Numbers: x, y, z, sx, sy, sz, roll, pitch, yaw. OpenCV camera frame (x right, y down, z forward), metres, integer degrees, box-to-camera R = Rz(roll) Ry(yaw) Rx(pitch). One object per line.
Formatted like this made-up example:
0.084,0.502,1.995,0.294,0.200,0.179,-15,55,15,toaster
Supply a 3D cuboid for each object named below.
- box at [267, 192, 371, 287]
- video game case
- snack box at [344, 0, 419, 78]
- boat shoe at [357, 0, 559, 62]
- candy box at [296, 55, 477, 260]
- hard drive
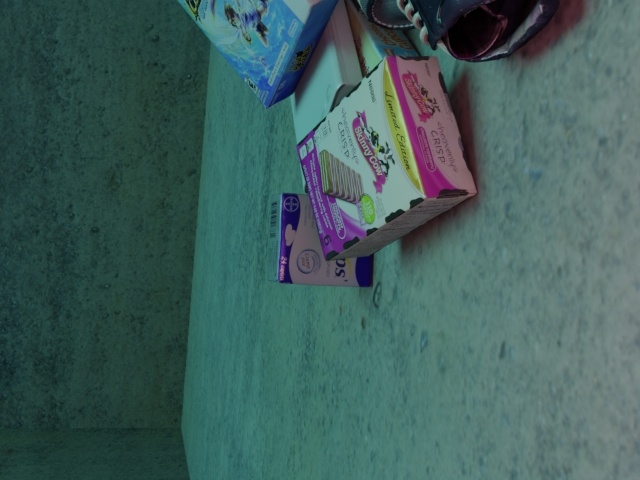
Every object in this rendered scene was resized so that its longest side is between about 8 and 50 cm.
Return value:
0.000,0.000,1.108,0.072,0.137,0.126,177,96,-74,box
-0.101,-0.340,1.054,0.244,0.061,0.269,52,156,5,video game case
0.057,-0.223,1.091,0.322,0.060,0.187,-106,24,-51,snack box
0.113,-0.236,0.753,0.340,0.127,0.158,157,123,-73,boat shoe
0.063,-0.084,0.891,0.233,0.071,0.159,-35,66,58,candy box
-0.002,-0.247,1.123,0.203,0.040,0.307,111,157,-48,hard drive
